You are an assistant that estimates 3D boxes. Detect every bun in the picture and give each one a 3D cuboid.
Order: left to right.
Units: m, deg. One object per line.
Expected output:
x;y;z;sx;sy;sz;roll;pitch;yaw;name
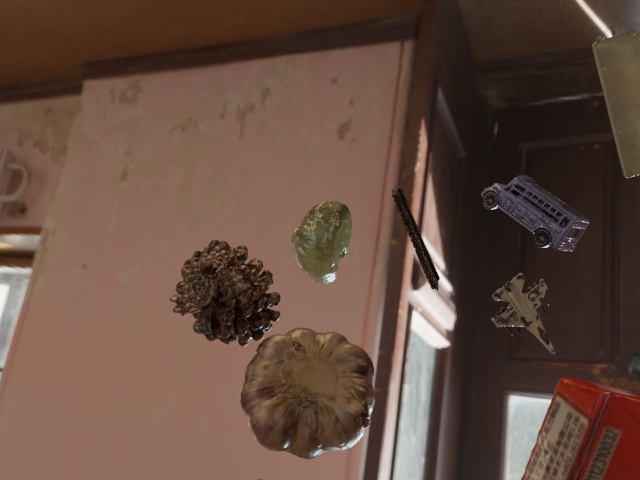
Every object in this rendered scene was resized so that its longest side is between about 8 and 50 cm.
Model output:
0.000;0.000;1.619;0.127;0.203;0.212;12;-174;13;bun

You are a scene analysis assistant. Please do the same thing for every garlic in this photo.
-0.024;0.270;1.153;0.245;0.245;0.160;11;142;-5;garlic

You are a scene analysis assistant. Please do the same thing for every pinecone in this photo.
-0.169;0.113;1.257;0.212;0.185;0.169;46;166;-21;pinecone

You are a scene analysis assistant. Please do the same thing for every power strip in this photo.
0.735;-0.328;1.564;0.106;0.367;0.043;-14;-168;22;power strip

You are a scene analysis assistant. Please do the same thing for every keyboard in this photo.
0.198;-0.004;1.381;0.023;0.231;0.072;-21;-165;17;keyboard

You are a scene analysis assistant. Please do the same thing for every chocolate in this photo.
0.476;0.403;1.001;0.341;0.360;0.161;18;-176;-13;chocolate

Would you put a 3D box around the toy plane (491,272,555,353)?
0.493;0.177;1.582;0.234;0.160;0.082;55;175;-24;toy plane

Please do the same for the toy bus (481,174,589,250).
0.604;-0.090;1.877;0.125;0.133;0.292;4;-148;-46;toy bus

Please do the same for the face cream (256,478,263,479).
-0.047;0.611;1.317;0.092;0.311;0.092;-27;148;-19;face cream
